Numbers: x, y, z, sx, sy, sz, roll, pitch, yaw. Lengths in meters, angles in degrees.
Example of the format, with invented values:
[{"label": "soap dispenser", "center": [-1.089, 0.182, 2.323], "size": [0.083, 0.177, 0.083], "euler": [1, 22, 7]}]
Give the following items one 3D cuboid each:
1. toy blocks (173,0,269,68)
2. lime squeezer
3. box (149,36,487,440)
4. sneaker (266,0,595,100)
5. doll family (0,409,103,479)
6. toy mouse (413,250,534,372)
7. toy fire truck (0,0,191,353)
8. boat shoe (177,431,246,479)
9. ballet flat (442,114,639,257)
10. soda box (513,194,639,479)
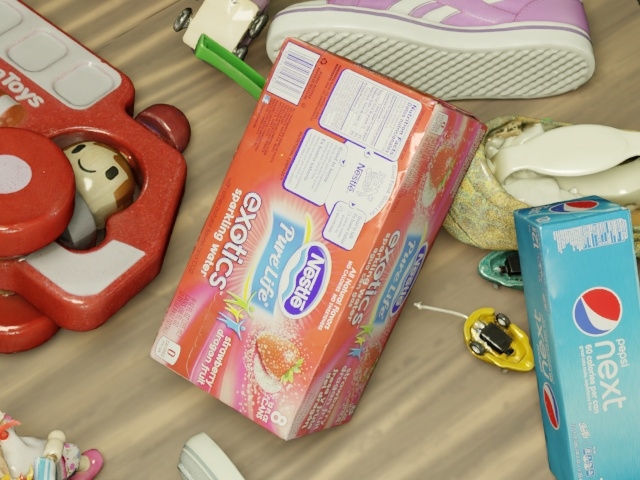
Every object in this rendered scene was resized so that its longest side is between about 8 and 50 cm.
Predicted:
[{"label": "toy blocks", "center": [-0.110, -0.351, 1.007], "size": [0.309, 0.260, 0.288], "euler": [35, 102, 0]}, {"label": "lime squeezer", "center": [0.034, -0.106, 0.945], "size": [0.310, 0.110, 0.059], "euler": [11, 46, -18]}, {"label": "box", "center": [0.000, 0.000, 0.820], "size": [0.128, 0.123, 0.257], "euler": [28, 99, 24]}, {"label": "sneaker", "center": [0.091, -0.208, 0.994], "size": [0.282, 0.102, 0.161], "euler": [2, 63, -10]}, {"label": "doll family", "center": [-0.162, 0.221, 0.753], "size": [0.118, 0.163, 0.263], "euler": [-24, 65, 18]}, {"label": "toy mouse", "center": [0.178, 0.052, 0.906], "size": [0.161, 0.031, 0.143], "euler": [35, 65, 12]}, {"label": "toy fire truck", "center": [-0.240, -0.072, 0.914], "size": [0.302, 0.169, 0.254], "euler": [34, 53, 14]}, {"label": "boat shoe", "center": [-0.056, 0.247, 0.802], "size": [0.081, 0.079, 0.227], "euler": [-27, 72, -15]}, {"label": "ballet flat", "center": [0.266, -0.045, 0.884], "size": [0.349, 0.123, 0.123], "euler": [1, 66, -5]}, {"label": "soda box", "center": [0.194, 0.078, 0.817], "size": [0.067, 0.071, 0.210], "euler": [-10, 102, -4]}]
